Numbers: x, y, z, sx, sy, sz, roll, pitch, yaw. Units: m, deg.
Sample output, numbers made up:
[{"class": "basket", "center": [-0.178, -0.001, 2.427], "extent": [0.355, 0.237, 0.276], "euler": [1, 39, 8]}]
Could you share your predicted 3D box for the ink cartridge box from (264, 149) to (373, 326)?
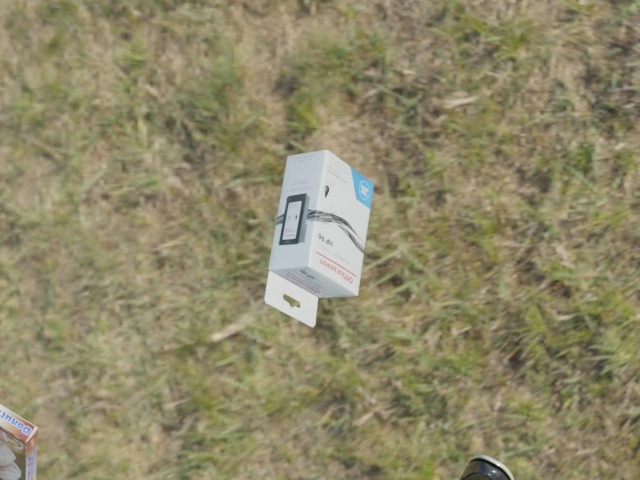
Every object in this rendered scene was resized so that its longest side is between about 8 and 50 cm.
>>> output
[{"class": "ink cartridge box", "center": [0.000, 0.000, 0.647], "extent": [0.028, 0.048, 0.083], "euler": [-6, 66, 36]}]

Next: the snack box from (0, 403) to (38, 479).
[{"class": "snack box", "center": [-0.314, 0.209, 1.210], "extent": [0.064, 0.022, 0.178], "euler": [31, 148, 5]}]

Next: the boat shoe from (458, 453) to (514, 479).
[{"class": "boat shoe", "center": [0.155, 0.247, 1.192], "extent": [0.049, 0.042, 0.133], "euler": [31, 153, 11]}]
